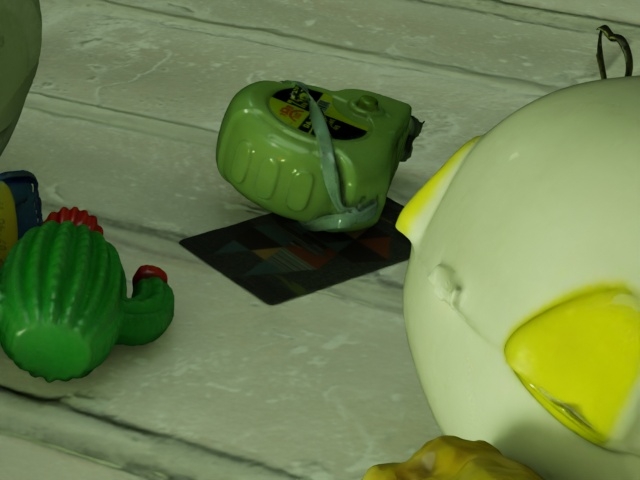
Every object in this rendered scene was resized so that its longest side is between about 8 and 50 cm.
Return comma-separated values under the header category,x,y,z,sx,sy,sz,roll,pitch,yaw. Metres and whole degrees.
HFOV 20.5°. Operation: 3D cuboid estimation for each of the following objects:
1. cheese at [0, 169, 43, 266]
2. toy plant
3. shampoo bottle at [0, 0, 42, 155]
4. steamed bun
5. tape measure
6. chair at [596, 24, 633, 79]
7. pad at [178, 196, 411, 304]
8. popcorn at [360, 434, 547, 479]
category,x,y,z,sx,sy,sz,roll,pitch,yaw
cheese,-0.317,-0.006,1.401,0.069,0.177,0.270,-6,1,38
toy plant,-0.190,0.038,1.397,0.154,0.088,0.240,23,21,13
shampoo bottle,-0.417,-0.172,1.529,0.317,0.322,0.322,19,31,13
steamed bun,0.222,0.055,1.139,0.334,0.334,0.374,-8,24,-17
tape measure,-0.006,-0.075,1.594,0.175,0.106,0.200,18,30,1
chair,0.215,-0.052,1.521,0.170,0.160,0.326,-3,32,-12
pad,0.000,0.000,1.563,0.211,0.003,0.143,-18,34,-34
popcorn,0.044,0.216,0.946,0.190,0.191,0.253,-3,12,34
